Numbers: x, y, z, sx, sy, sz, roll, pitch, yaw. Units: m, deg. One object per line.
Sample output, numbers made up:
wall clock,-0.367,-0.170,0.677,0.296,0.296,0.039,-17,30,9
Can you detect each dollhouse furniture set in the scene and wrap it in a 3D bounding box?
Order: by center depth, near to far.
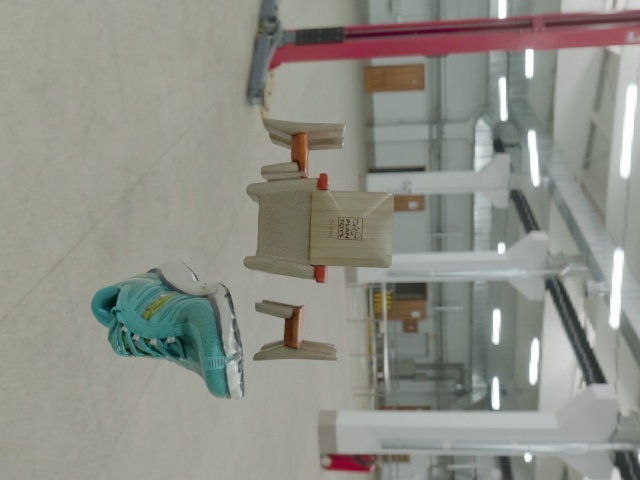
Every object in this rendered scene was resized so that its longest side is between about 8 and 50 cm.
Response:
dollhouse furniture set,0.000,0.000,0.794,0.259,0.135,0.261,73,19,-86

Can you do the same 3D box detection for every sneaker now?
sneaker,-0.152,0.094,0.737,0.275,0.110,0.107,17,-65,58
